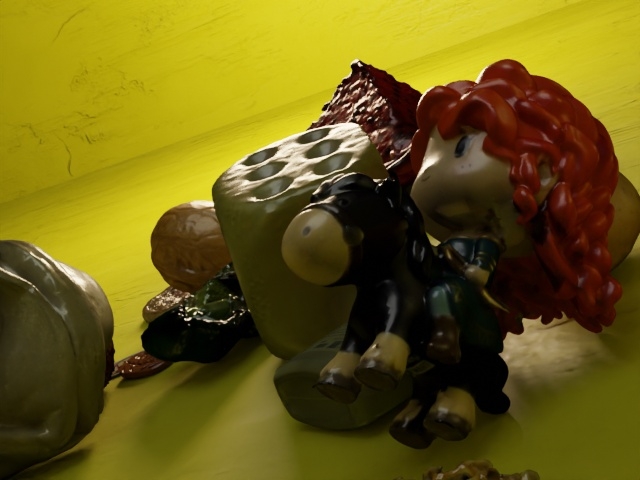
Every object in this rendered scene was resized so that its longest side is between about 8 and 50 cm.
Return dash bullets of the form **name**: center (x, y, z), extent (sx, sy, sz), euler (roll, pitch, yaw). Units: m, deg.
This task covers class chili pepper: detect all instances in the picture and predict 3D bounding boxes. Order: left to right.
- **chili pepper**: center (-0.127, 0.103, 1.744), extent (0.148, 0.116, 0.264), euler (-25, 9, 45)

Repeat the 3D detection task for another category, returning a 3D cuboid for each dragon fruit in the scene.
- **dragon fruit**: center (0.118, -0.110, 2.136), extent (0.286, 0.228, 0.329), euler (-53, 33, 11)

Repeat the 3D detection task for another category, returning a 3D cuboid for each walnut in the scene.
- **walnut**: center (-0.178, 0.015, 1.975), extent (0.207, 0.159, 0.159), euler (13, 33, 29)

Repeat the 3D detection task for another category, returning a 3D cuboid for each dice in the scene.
- **dice**: center (0.000, 0.000, 1.584), extent (0.227, 0.233, 0.238), euler (-20, 21, -2)

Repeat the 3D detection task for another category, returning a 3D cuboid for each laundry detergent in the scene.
- **laundry detergent**: center (0.078, 0.113, 1.397), extent (0.253, 0.091, 0.181), euler (-34, 14, -35)

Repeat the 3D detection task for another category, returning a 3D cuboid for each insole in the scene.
- **insole**: center (-0.327, 0.203, 1.863), extent (0.197, 0.004, 0.065), euler (-25, 15, -9)

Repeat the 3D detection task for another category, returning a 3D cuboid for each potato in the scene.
- **potato**: center (0.298, -0.029, 1.473), extent (0.150, 0.146, 0.234), euler (-65, 24, 15)

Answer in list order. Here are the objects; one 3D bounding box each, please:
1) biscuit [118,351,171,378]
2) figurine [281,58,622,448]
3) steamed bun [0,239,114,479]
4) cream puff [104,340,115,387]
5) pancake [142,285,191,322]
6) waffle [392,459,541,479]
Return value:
- **biscuit**: center (-0.253, 0.176, 1.814), extent (0.091, 0.015, 0.078), euler (-11, 22, 30)
- **figurine**: center (0.138, 0.011, 1.243), extent (0.412, 0.306, 0.241), euler (-33, -11, -30)
- **steamed bun**: center (-0.470, 0.144, 1.631), extent (0.368, 0.255, 0.342), euler (-24, 47, 0)
- **cream puff**: center (-0.361, 0.187, 1.807), extent (0.149, 0.084, 0.149), euler (-14, 24, 7)
- **pancake**: center (-0.233, 0.096, 2.058), extent (0.140, 0.022, 0.139), euler (-22, 16, 6)
- **waffle**: center (0.109, 0.237, 1.008), extent (0.161, 0.046, 0.192), euler (-14, 18, 26)
